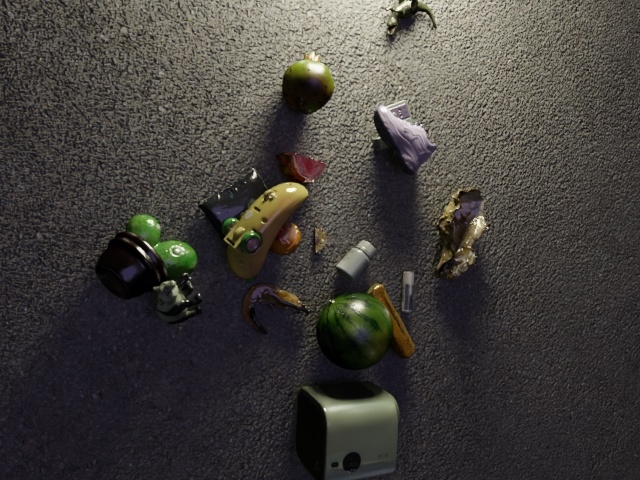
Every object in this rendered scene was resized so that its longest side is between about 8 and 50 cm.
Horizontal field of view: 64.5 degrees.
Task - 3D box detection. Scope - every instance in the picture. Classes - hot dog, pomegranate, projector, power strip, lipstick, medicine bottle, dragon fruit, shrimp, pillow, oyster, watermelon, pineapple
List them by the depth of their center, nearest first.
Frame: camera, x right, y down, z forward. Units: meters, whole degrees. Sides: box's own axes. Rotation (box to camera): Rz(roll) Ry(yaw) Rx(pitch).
[{"bbox_3d":[-0.239,-0.105,1.500,0.208,0.055,0.141,-36,100,-19],"label":"pillow"},{"bbox_3d":[-0.036,-0.477,1.519,0.159,0.159,0.205,21,61,-23],"label":"pomegranate"},{"bbox_3d":[-0.066,-0.208,1.546,0.147,0.102,0.096,12,91,-28],"label":"dragon fruit"},{"bbox_3d":[-0.136,0.223,1.569,0.219,0.046,0.152,20,85,-19],"label":"shrimp"},{"bbox_3d":[0.076,0.588,1.577,0.249,0.248,0.248,2,93,-24],"label":"projector"},{"bbox_3d":[0.106,0.280,1.578,0.242,0.242,0.242,-2,94,-23],"label":"watermelon"},{"bbox_3d":[0.000,0.000,1.628,0.045,0.019,0.083,2,90,-21],"label":"pineapple"},{"bbox_3d":[0.119,0.067,1.651,0.130,0.080,0.080,-47,109,-14],"label":"medicine bottle"},{"bbox_3d":[0.248,-0.344,1.696,0.145,0.061,0.215,-22,101,-14],"label":"power strip"},{"bbox_3d":[0.238,0.274,1.727,0.088,0.061,0.286,-28,103,-23],"label":"hot dog"},{"bbox_3d":[0.303,0.179,1.760,0.040,0.040,0.141,2,93,-23],"label":"lipstick"},{"bbox_3d":[0.496,-0.019,1.781,0.198,0.133,0.337,5,94,-26],"label":"oyster"}]

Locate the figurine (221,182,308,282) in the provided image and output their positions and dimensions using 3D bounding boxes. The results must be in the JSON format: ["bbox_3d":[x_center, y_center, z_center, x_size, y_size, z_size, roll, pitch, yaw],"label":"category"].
[{"bbox_3d":[-0.143,-0.025,1.483,0.324,0.124,0.222,-51,137,-8],"label":"figurine"}]

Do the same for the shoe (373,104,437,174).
[{"bbox_3d":[0.274,-0.342,1.628,0.137,0.095,0.245,-39,108,-9],"label":"shoe"}]

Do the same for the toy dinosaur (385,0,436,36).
[{"bbox_3d":[0.287,-0.742,1.702,0.187,0.087,0.179,-41,146,0],"label":"toy dinosaur"}]

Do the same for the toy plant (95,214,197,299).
[{"bbox_3d":[-0.464,0.048,1.360,0.218,0.175,0.235,51,49,-12],"label":"toy plant"}]

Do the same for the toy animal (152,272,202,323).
[{"bbox_3d":[-0.392,0.162,1.374,0.121,0.225,0.094,-25,77,-21],"label":"toy animal"}]
